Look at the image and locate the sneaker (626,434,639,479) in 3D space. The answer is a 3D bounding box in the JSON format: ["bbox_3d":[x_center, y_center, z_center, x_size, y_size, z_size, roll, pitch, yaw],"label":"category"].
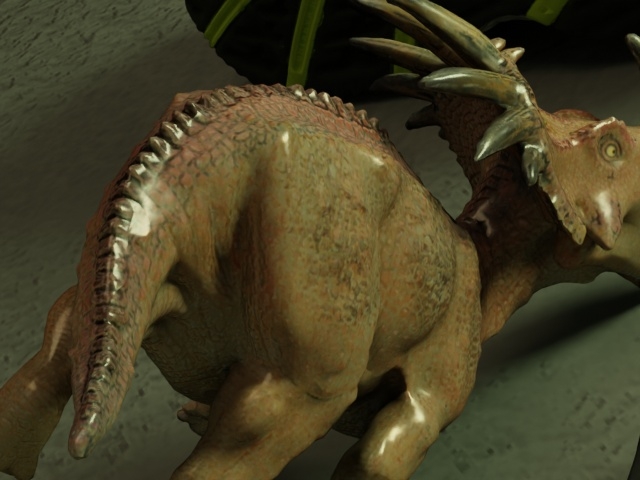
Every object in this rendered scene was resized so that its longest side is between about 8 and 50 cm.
[{"bbox_3d":[0.133,0.082,0.496,0.097,0.084,0.234,-10,34,24],"label":"sneaker"}]

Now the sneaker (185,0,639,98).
[{"bbox_3d":[0.114,-0.171,0.847,0.385,0.145,0.147,-4,37,32],"label":"sneaker"}]

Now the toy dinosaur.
[{"bbox_3d":[0.000,0.000,0.598,0.127,0.296,0.200,31,100,28],"label":"toy dinosaur"}]
